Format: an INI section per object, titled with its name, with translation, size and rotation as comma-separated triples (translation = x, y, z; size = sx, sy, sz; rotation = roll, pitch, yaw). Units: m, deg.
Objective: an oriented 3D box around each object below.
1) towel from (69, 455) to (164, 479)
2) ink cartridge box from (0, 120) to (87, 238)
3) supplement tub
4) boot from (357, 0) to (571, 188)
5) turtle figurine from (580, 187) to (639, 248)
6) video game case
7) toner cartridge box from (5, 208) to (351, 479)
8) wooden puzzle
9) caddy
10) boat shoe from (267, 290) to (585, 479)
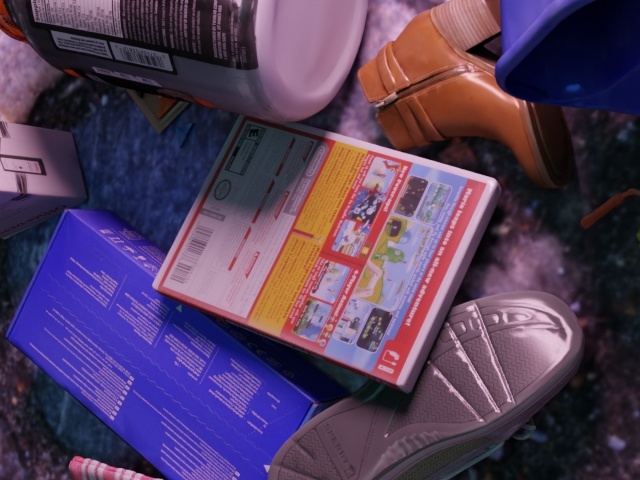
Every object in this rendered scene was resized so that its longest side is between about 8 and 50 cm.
[towel]
translation = -0.166, 0.292, 1.251
size = 0.197, 0.029, 0.144
rotation = 5, 115, 39
[ink cartridge box]
translation = -0.369, -0.062, 1.310
size = 0.148, 0.203, 0.086
rotation = -20, 78, 27
[supplement tub]
translation = -0.142, -0.239, 1.182
size = 0.338, 0.207, 0.207
rotation = 16, 98, 28
[boot]
translation = 0.127, -0.110, 1.120
size = 0.152, 0.073, 0.197
rotation = -30, 77, 33
[turtle figurine]
translation = 0.351, 0.003, 0.980
size = 0.269, 0.087, 0.217
rotation = -27, 82, 36
[video game case]
translation = 0.000, 0.000, 1.157
size = 0.285, 0.025, 0.204
rotation = 19, 76, 31
[toner cartridge box]
translation = -0.151, 0.125, 1.263
size = 0.348, 0.075, 0.165
rotation = 36, 108, 24
[wooden puzzle]
translation = -0.165, -0.158, 1.304
size = 0.116, 0.014, 0.078
rotation = 46, 111, 20
[caddy]
translation = 0.257, -0.179, 0.902
size = 0.241, 0.341, 0.179
rotation = -3, 81, -9
[boat shoe]
translation = 0.100, 0.159, 1.118
size = 0.320, 0.103, 0.118
rotation = -39, 53, 14
